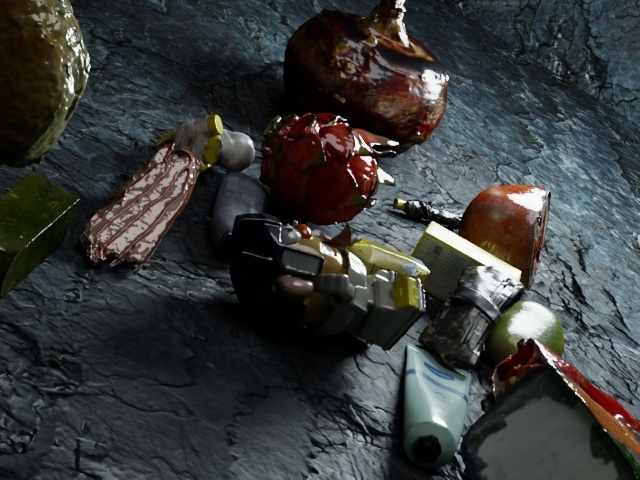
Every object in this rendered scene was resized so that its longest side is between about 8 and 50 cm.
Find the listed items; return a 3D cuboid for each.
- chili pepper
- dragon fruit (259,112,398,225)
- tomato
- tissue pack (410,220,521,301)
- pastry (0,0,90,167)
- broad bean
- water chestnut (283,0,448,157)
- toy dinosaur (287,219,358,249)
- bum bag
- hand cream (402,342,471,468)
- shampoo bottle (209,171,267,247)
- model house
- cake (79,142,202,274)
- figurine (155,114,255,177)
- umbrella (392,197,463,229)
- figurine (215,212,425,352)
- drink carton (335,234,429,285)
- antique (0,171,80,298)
[{"bbox_3d":[0.379,0.248,2.017,0.252,0.136,0.144,29,-22,-22],"label":"chili pepper"},{"bbox_3d":[0.013,-0.117,2.239,0.274,0.192,0.193,24,45,-29],"label":"dragon fruit"},{"bbox_3d":[0.326,-0.014,2.415,0.155,0.181,0.214,14,14,14],"label":"tomato"},{"bbox_3d":[0.234,0.055,2.233,0.176,0.095,0.062,29,23,4],"label":"tissue pack"},{"bbox_3d":[-0.471,-0.256,1.868,0.329,0.330,0.136,36,18,19],"label":"pastry"},{"bbox_3d":[0.330,0.162,2.155,0.124,0.082,0.174,30,34,10],"label":"broad bean"},{"bbox_3d":[0.100,-0.333,2.607,0.350,0.302,0.350,24,20,-9],"label":"water chestnut"},{"bbox_3d":[-0.001,0.001,2.012,0.108,0.032,0.220,15,-17,-16],"label":"toy dinosaur"},{"bbox_3d":[0.235,0.114,2.096,0.102,0.069,0.248,29,40,11],"label":"bum bag"},{"bbox_3d":[0.159,0.228,1.892,0.109,0.067,0.321,26,17,-1],"label":"hand cream"},{"bbox_3d":[-0.128,-0.036,2.094,0.087,0.049,0.234,24,24,-11],"label":"shampoo bottle"},{"bbox_3d":[0.371,0.345,1.764,0.301,0.190,0.271,33,14,-33],"label":"model house"},{"bbox_3d":[-0.256,-0.048,1.926,0.098,0.135,0.287,39,32,-9],"label":"cake"},{"bbox_3d":[-0.180,-0.163,2.253,0.129,0.109,0.178,16,12,33],"label":"figurine"},{"bbox_3d":[0.200,-0.052,2.478,0.144,0.040,0.037,15,36,-24],"label":"umbrella"},{"bbox_3d":[-0.009,0.060,1.910,0.308,0.143,0.308,10,-17,3],"label":"figurine"},{"bbox_3d":[0.067,0.037,2.115,0.200,0.084,0.074,19,15,-17],"label":"drink carton"},{"bbox_3d":[-0.394,-0.006,1.721,0.080,0.081,0.221,28,24,2],"label":"antique"}]
